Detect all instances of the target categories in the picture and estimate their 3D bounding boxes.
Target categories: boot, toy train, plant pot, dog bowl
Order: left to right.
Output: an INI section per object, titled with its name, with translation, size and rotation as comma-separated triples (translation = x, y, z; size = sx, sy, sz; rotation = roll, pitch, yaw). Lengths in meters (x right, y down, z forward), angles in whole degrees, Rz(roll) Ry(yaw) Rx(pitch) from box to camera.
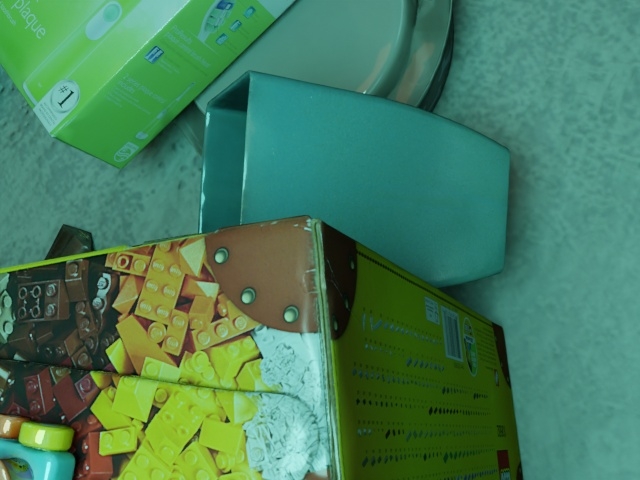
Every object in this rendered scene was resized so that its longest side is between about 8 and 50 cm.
[toy train]
translation = -0.137, 0.160, 0.432
size = 0.125, 0.046, 0.166
rotation = -44, 68, 7
[boot]
translation = -0.284, 0.047, 1.066
size = 0.106, 0.037, 0.114
rotation = 37, 89, 21
[dog bowl]
translation = -0.021, -0.211, 0.977
size = 0.348, 0.102, 0.349
rotation = -4, 77, 20
[plant pot]
translation = 0.029, -0.033, 0.785
size = 0.234, 0.165, 0.166
rotation = 3, 88, -18

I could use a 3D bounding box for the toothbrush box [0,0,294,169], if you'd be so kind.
[toothbrush box]
translation = -0.182, -0.247, 0.927
size = 0.283, 0.122, 0.206
rotation = -41, 67, 8

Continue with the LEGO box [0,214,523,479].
[LEGO box]
translation = -0.077, 0.152, 0.707
size = 0.372, 0.500, 0.193
rotation = -10, 75, 20
